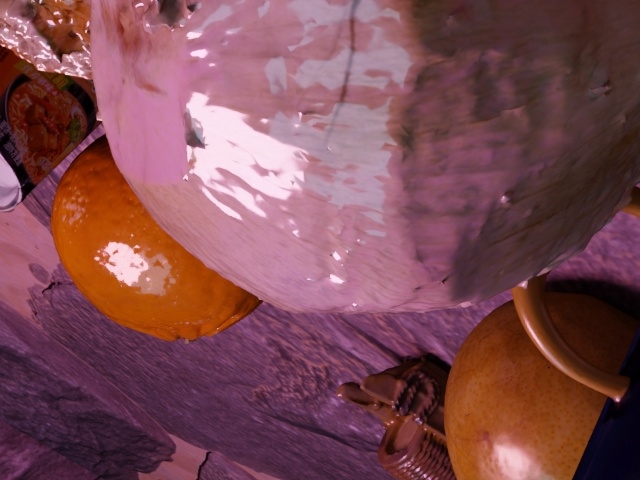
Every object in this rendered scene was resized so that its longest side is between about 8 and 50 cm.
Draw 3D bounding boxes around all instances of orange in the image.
[{"bbox_3d":[-0.131,-0.010,1.079,0.219,0.193,0.219,-2,154,-1],"label":"orange"}]

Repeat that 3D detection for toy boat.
[{"bbox_3d":[0.148,0.233,1.291,0.310,0.115,0.089,41,153,-19],"label":"toy boat"}]

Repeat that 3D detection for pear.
[{"bbox_3d":[0.202,0.151,0.997,0.208,0.209,0.209,25,153,14],"label":"pear"}]

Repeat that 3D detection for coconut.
[{"bbox_3d":[0.016,-0.106,0.598,0.297,0.254,0.297,41,147,35],"label":"coconut"}]

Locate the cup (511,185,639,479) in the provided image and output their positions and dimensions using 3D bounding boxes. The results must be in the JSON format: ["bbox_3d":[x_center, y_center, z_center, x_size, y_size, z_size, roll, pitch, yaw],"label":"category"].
[{"bbox_3d":[0.238,0.098,0.799,0.255,0.256,0.178,23,153,20],"label":"cup"}]

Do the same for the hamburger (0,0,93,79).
[{"bbox_3d":[-0.221,-0.226,0.851,0.283,0.157,0.144,32,135,-12],"label":"hamburger"}]

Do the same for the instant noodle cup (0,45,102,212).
[{"bbox_3d":[-0.271,-0.148,1.008,0.230,0.182,0.230,24,152,14],"label":"instant noodle cup"}]
